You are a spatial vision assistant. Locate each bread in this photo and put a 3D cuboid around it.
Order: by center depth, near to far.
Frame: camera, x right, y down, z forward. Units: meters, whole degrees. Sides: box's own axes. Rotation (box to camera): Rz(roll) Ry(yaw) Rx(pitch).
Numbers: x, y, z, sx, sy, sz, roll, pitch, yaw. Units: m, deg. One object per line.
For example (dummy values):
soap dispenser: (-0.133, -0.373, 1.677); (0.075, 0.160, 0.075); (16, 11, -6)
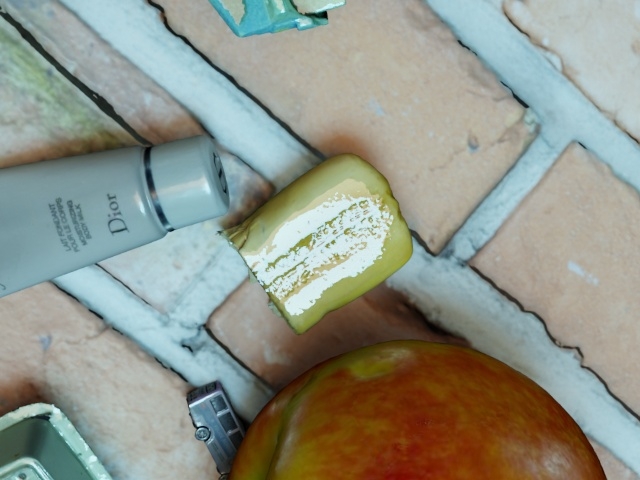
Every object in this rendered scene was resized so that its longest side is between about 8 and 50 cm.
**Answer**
bread: (0.000, 0.000, 1.026); (0.173, 0.085, 0.134); (-33, 103, 2)

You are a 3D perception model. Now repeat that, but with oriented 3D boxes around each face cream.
face cream: (-0.245, -0.025, 0.994); (0.314, 0.089, 0.143); (-14, 106, 7)

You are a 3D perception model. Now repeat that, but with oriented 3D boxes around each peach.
peach: (0.094, 0.279, 0.974); (0.388, 0.388, 0.389); (-2, 105, -8)

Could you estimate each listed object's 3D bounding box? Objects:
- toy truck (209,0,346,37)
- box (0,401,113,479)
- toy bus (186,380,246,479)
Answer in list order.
toy truck: (-0.051, -0.323, 0.903); (0.156, 0.155, 0.279); (-15, 106, 4)
box: (-0.284, 0.318, 1.023); (0.220, 0.166, 0.291); (-29, 107, 0)
toy bus: (-0.099, 0.214, 1.093); (0.052, 0.037, 0.131); (-26, 105, -6)
